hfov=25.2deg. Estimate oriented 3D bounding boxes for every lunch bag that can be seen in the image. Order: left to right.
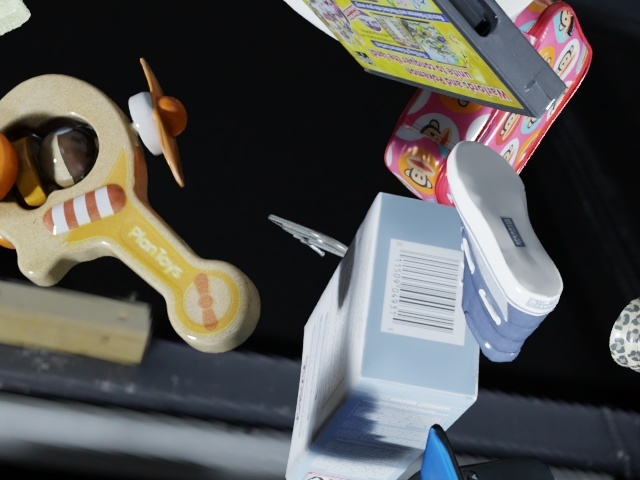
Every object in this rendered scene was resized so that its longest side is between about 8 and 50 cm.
[{"bbox_3d":[0.217,-0.163,1.801,0.120,0.293,0.258,34,180,23],"label":"lunch bag"}]

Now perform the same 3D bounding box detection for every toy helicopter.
[{"bbox_3d":[-0.180,-0.035,1.357,0.355,0.140,0.235,41,-98,22],"label":"toy helicopter"}]

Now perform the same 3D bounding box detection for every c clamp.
[{"bbox_3d":[0.000,0.000,1.912,0.137,0.022,0.161,32,174,-34],"label":"c clamp"}]

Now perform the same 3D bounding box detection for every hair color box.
[{"bbox_3d":[0.059,0.119,1.439,0.114,0.374,0.185,11,-115,-8],"label":"hair color box"}]

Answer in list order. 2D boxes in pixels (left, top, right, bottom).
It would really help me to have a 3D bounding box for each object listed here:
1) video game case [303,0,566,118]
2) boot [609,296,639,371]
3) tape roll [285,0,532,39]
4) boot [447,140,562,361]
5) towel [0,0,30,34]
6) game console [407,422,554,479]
[{"bbox_3d":[0.016,-0.193,0.952,0.248,0.035,0.275,45,174,-24],"label":"video game case"},{"bbox_3d":[0.373,0.086,1.228,0.179,0.085,0.236,19,-161,34],"label":"boot"},{"bbox_3d":[0.084,-0.383,1.554,0.392,0.072,0.392,8,-112,-20],"label":"tape roll"},{"bbox_3d":[0.135,0.007,1.194,0.069,0.086,0.190,8,-137,-23],"label":"boot"},{"bbox_3d":[-0.444,-0.277,1.800,0.148,0.110,0.027,-25,-111,-3],"label":"towel"},{"bbox_3d":[0.201,0.313,1.280,0.250,0.173,0.293,-2,-118,-35],"label":"game console"}]
